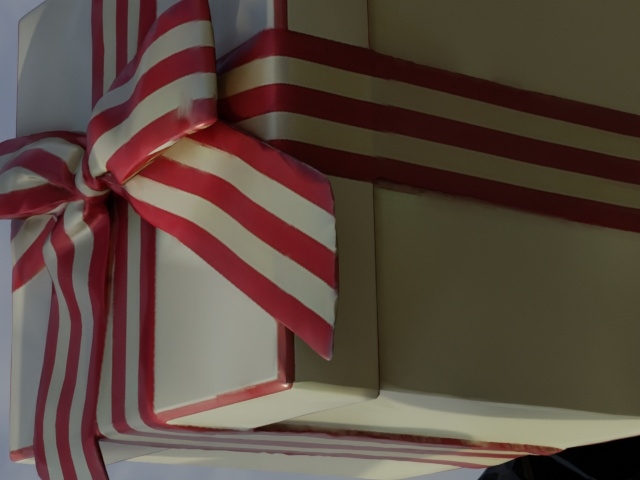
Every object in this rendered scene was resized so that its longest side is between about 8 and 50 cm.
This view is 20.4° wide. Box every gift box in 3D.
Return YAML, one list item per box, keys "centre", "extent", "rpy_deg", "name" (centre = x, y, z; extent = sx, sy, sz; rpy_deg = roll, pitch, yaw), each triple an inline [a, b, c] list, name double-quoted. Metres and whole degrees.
- centre: [0.000, 0.000, 0.798]
  extent: [0.258, 0.255, 0.276]
  rpy_deg: [11, -114, -34]
  name: "gift box"

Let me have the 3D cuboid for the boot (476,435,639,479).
- centre: [0.332, 0.103, 1.132]
  extent: [0.146, 0.445, 0.367]
  rpy_deg: [45, 115, 48]
  name: "boot"
